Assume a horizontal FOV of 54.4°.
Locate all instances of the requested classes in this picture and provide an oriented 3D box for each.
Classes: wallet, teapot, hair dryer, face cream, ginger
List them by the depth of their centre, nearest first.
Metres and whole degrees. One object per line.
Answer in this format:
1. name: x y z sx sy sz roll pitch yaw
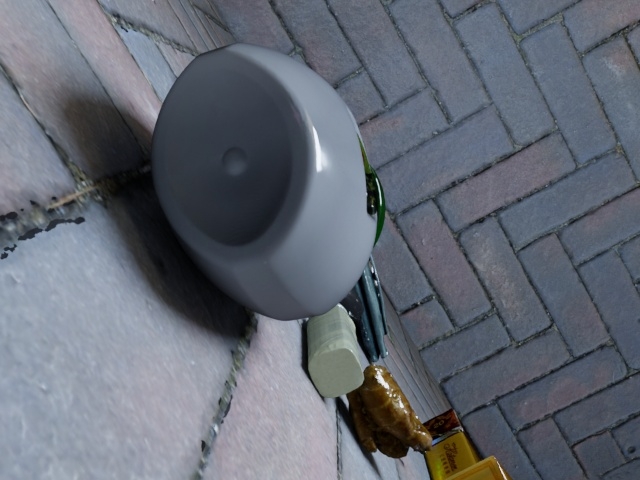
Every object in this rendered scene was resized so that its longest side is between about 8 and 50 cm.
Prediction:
1. face cream: -0.047 -0.061 0.746 0.357 0.220 0.312 24 54 -77
2. ginger: 0.094 0.278 0.967 0.162 0.103 0.073 55 29 2
3. teapot: 0.027 0.175 0.984 0.107 0.077 0.200 63 6 -16
4. hair dryer: -0.001 0.072 1.362 0.195 0.075 0.219 48 1 -22
5. wallet: 0.115 0.119 1.573 0.237 0.075 0.341 14 61 -84

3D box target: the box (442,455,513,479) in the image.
1. box: 0.258 0.462 1.057 0.274 0.174 0.076 52 12 -52

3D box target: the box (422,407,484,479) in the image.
1. box: 0.357 0.605 1.443 0.264 0.116 0.415 58 8 -9
